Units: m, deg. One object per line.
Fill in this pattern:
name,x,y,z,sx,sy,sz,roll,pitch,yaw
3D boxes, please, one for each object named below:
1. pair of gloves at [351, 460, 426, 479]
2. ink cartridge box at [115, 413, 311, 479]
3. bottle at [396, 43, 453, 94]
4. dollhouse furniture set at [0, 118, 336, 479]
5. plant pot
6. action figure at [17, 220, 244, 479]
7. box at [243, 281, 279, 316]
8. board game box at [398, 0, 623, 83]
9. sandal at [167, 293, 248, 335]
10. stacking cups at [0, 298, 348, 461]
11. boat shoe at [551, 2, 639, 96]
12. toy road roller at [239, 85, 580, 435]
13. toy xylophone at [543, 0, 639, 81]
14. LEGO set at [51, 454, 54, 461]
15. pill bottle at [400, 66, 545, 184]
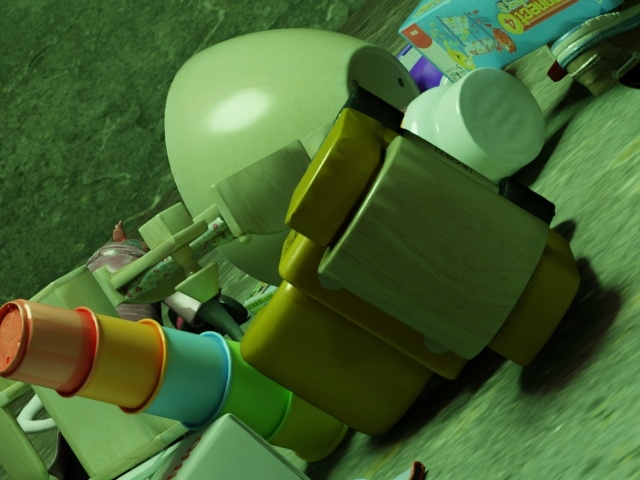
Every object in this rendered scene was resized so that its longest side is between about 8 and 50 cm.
pair of gloves,0.007,0.236,1.414,0.159,0.023,0.198,-40,14,37
ink cartridge box,-0.145,0.281,1.599,0.273,0.115,0.198,-36,16,50
bottle,0.142,-0.173,2.150,0.118,0.092,0.283,-49,11,0
dollhouse furniture set,-0.124,0.073,1.824,0.303,0.174,0.355,-33,-1,42
plant pot,0.003,-0.112,2.057,0.191,0.284,0.284,-24,23,37
action figure,-0.232,0.118,2.078,0.248,0.276,0.370,-24,48,26
box,0.000,0.000,2.249,0.207,0.036,0.114,-54,12,-29
board game box,0.246,-0.307,1.781,0.302,0.086,0.308,-53,12,-22
sandal,-0.149,0.103,2.412,0.179,0.067,0.040,-21,40,62
stacking cups,-0.124,0.106,1.595,0.096,0.316,0.096,-30,51,46
boat shoe,0.271,-0.163,1.645,0.183,0.066,0.066,-23,-10,-38
toy road roller,0.051,0.041,1.495,0.240,0.202,0.329,-59,4,9
toy xylophone,0.292,-0.246,1.833,0.236,0.081,0.323,-51,11,-17
LEGO set,-0.244,0.227,2.455,0.182,0.060,0.244,-40,6,-30
pill bottle,0.109,-0.075,1.850,0.221,0.121,0.121,-35,16,51
